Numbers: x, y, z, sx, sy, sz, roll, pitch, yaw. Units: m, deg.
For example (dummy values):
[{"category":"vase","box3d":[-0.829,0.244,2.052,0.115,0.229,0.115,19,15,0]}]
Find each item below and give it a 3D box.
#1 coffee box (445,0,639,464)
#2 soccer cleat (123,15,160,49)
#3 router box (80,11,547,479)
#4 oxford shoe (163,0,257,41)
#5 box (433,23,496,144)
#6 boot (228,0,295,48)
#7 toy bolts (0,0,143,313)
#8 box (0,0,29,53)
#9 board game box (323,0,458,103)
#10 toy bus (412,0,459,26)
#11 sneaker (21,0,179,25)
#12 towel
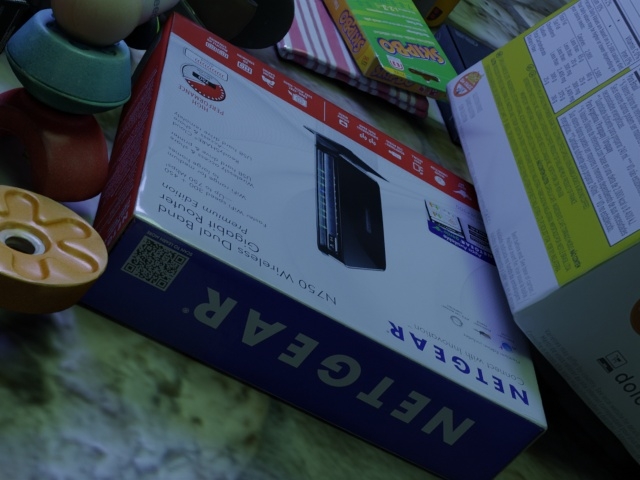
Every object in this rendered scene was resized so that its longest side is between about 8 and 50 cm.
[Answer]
[{"category":"coffee box","box3d":[0.354,-0.026,1.023,0.337,0.334,0.338,46,22,-31]},{"category":"soccer cleat","box3d":[-0.203,-0.224,1.046,0.072,0.060,0.179,-13,52,-40]},{"category":"router box","box3d":[0.000,0.000,0.922,0.335,0.082,0.301,28,30,-20]},{"category":"oxford shoe","box3d":[-0.137,-0.283,1.091,0.227,0.096,0.083,54,7,-12]},{"category":"box","box3d":[0.241,-0.148,1.442,0.232,0.059,0.183,23,34,-27]},{"category":"boot","box3d":[-0.143,-0.303,1.181,0.305,0.112,0.115,38,18,2]},{"category":"toy bolts","box3d":[-0.177,-0.090,0.734,0.218,0.159,0.228,34,25,14]},{"category":"box","box3d":[-0.274,-0.183,0.898,0.083,0.052,0.062,3,44,-49]},{"category":"board game box","box3d":[0.070,-0.243,1.344,0.124,0.039,0.259,13,35,-34]},{"category":"toy bus","box3d":[0.141,-0.384,1.618,0.130,0.108,0.333,37,28,-8]},{"category":"sneaker","box3d":[-0.230,-0.267,0.988,0.129,0.111,0.297,-23,66,-45]},{"category":"towel","box3d":[0.024,-0.208,1.315,0.197,0.029,0.144,19,33,-27]}]
